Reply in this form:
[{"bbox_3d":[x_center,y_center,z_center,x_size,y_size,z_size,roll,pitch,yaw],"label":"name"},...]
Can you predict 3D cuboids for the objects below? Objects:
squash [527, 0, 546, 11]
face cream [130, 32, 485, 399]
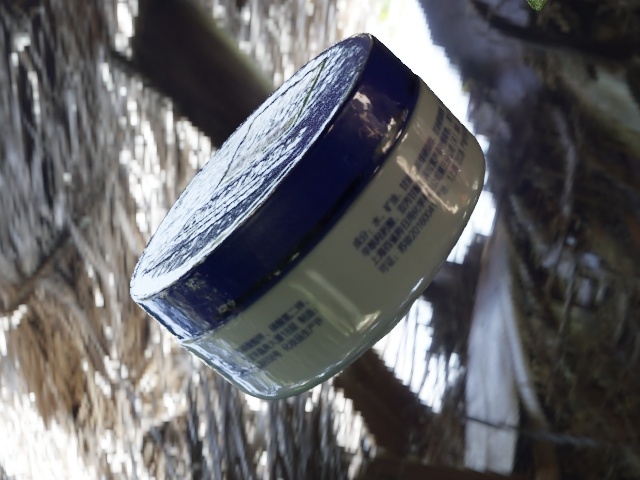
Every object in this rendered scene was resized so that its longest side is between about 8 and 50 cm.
[{"bbox_3d":[0.239,-0.335,1.643,0.075,0.090,0.200,-1,-126,-5],"label":"squash"},{"bbox_3d":[-0.005,-0.010,0.903,0.111,0.206,0.206,43,-127,-17],"label":"face cream"}]
